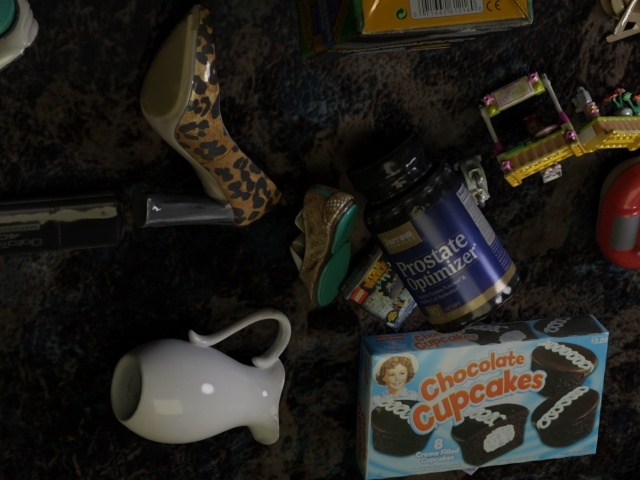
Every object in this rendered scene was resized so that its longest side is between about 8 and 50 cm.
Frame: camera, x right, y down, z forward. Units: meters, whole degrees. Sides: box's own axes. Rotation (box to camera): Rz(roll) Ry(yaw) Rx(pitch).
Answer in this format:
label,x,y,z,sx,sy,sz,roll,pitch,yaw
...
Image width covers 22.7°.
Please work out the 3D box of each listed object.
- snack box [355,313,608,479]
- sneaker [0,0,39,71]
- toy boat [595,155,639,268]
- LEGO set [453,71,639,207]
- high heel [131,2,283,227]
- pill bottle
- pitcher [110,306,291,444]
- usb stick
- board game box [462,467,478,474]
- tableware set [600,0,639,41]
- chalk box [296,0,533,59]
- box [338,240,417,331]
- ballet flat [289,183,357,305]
label,x,y,z,sx,sy,sz,roll,pitch,yaw
snack box,0.208,0.203,2.069,0.322,0.060,0.187,-5,115,-14
sneaker,-0.419,-0.178,1.618,0.275,0.107,0.110,-34,108,3
toy boat,0.460,-0.025,1.938,0.231,0.151,0.151,-12,128,-16
LEGO set,0.289,-0.141,1.867,0.287,0.107,0.132,-19,162,-9
high heel,-0.103,-0.136,1.754,0.186,0.093,0.261,-4,118,-36
pill bottle,0.126,-0.013,1.835,0.123,0.123,0.219,-33,102,7
pitcher,-0.137,0.159,1.925,0.207,0.125,0.177,7,102,-34
usb stick,-0.354,-0.016,1.769,0.278,0.045,0.077,-6,133,-14
board game box,0.203,0.266,2.154,0.090,0.020,0.090,35,107,-33
tableware set,0.412,-0.299,1.805,0.194,0.039,0.128,-19,128,-3
chalk box,0.073,-0.282,1.597,0.180,0.289,0.179,-6,93,-15
box,0.098,0.033,1.934,0.094,0.027,0.137,33,97,-32
ballet flat,0.000,0.000,1.871,0.073,0.067,0.206,-45,161,-33
